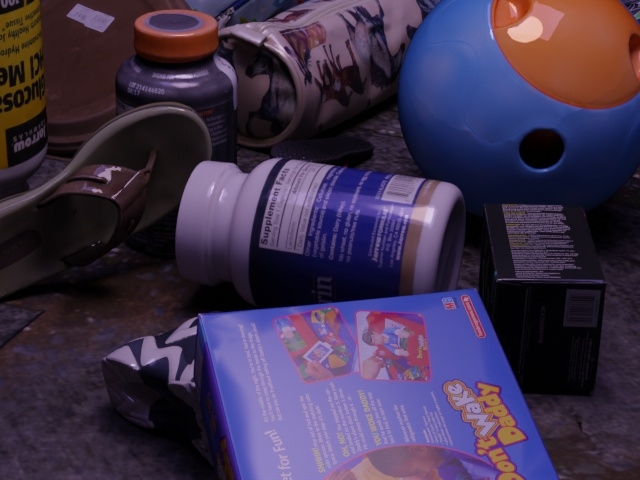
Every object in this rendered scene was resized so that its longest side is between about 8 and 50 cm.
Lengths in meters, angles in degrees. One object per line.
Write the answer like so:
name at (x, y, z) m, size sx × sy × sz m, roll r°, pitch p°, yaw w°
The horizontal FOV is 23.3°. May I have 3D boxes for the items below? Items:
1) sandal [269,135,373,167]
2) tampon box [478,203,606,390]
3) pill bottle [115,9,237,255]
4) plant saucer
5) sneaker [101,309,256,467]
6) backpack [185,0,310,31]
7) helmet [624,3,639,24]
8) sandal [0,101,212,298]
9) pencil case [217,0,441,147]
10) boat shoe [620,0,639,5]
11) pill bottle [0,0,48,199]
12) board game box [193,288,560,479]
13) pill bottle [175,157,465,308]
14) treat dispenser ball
sandal at (0.004, -0.095, 1.856) m, size 0.067 × 0.040 × 0.179 m, roll 25°, pitch 20°, yaw 29°
tampon box at (0.206, 0.052, 1.474) m, size 0.101 × 0.120 × 0.161 m, roll 2°, pitch 27°, yaw 1°
pill bottle at (-0.152, -0.118, 1.651) m, size 0.130 × 0.245 × 0.130 m, roll 2°, pitch 27°, yaw -1°
plant saucer at (-0.287, -0.230, 1.935) m, size 0.278 × 0.041 × 0.278 m, roll -10°, pitch 54°, yaw 14°
sneaker at (-0.060, 0.122, 1.346) m, size 0.235 × 0.094 × 0.153 m, roll 13°, pitch 36°, yaw 42°
backpack at (-0.130, -0.382, 2.124) m, size 0.273 × 0.355 × 0.290 m, roll 37°, pitch 11°, yaw -36°
helmet at (0.407, -0.229, 2.003) m, size 0.169 × 0.169 × 0.161 m, roll -2°, pitch 10°, yaw -7°
sandal at (-0.232, -0.024, 1.545) m, size 0.303 × 0.120 × 0.086 m, roll -35°, pitch 31°, yaw -10°
pencil case at (0.022, -0.250, 1.998) m, size 0.160 × 0.183 × 0.410 m, roll 21°, pitch 33°, yaw 32°
boat shoe at (0.434, -0.301, 2.221) m, size 0.301 × 0.108 × 0.102 m, roll -15°, pitch 32°, yaw -16°
pill bottle at (-0.383, -0.164, 1.631) m, size 0.188 × 0.334 × 0.188 m, roll 1°, pitch 27°, yaw -1°
board game box at (0.051, 0.190, 1.137) m, size 0.233 × 0.078 × 0.347 m, roll -5°, pitch 43°, yaw -13°
pill bottle at (0.000, 0.000, 1.530) m, size 0.265 × 0.153 × 0.153 m, roll 9°, pitch 28°, yaw 15°
treat dispenser ball at (0.229, -0.160, 1.713) m, size 0.288 × 0.288 × 0.288 m, roll 1°, pitch 27°, yaw -1°
